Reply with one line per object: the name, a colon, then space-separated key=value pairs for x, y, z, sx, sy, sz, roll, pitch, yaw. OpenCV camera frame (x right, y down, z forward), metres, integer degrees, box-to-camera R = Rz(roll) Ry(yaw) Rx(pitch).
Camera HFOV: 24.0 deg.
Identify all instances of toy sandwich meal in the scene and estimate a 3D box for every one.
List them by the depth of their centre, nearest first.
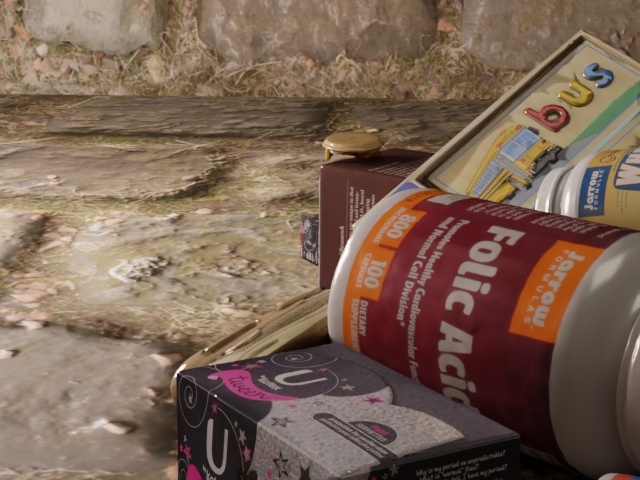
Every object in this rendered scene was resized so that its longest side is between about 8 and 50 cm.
toy sandwich meal: x=0.042 y=-0.116 z=1.907 sx=0.085 sy=0.029 sz=0.085 roll=-1 pitch=18 yaw=0

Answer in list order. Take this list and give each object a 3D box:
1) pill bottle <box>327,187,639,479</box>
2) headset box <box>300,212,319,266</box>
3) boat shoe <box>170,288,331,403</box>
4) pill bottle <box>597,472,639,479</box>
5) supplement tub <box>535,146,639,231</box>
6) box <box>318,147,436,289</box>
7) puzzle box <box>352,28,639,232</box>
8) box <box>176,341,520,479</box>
pill bottle: x=0.214 y=0.088 z=1.370 sx=0.224 sy=0.224 sz=0.392 roll=-12 pitch=18 yaw=-42
headset box: x=0.000 y=0.000 z=2.056 sx=0.032 sy=0.062 sz=0.083 roll=-5 pitch=14 yaw=-26
boat shoe: x=-0.009 y=0.101 z=1.522 sx=0.110 sy=0.122 sz=0.341 roll=12 pitch=19 yaw=36
pill bottle: x=0.284 y=0.233 z=0.993 sx=0.221 sy=0.124 sz=0.124 roll=8 pitch=16 yaw=25
supplement tub: x=0.328 y=-0.022 z=1.482 sx=0.199 sy=0.144 sz=0.144 roll=-6 pitch=7 yaw=39
box: x=0.126 y=-0.015 z=1.903 sx=0.203 sy=0.167 sz=0.168 roll=12 pitch=18 yaw=39
puzzle box: x=0.271 y=-0.056 z=1.711 sx=0.272 sy=0.052 sz=0.409 roll=36 pitch=64 yaw=29
box: x=0.012 y=0.183 z=1.144 sx=0.163 sy=0.142 sz=0.247 roll=-7 pitch=15 yaw=-31
